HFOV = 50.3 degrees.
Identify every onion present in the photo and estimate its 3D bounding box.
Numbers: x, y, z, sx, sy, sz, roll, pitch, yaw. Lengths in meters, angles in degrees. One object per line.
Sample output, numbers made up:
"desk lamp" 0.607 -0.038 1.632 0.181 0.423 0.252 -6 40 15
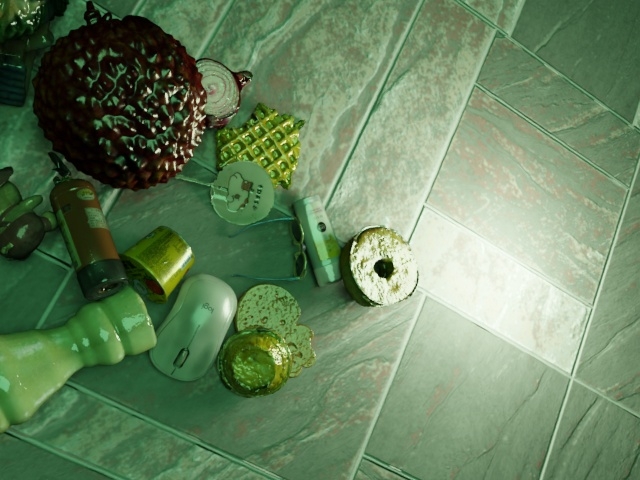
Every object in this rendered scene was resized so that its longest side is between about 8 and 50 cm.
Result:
"onion" -0.295 -0.436 1.972 0.218 0.140 0.195 -35 98 -23

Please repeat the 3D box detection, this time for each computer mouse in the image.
"computer mouse" -0.335 0.233 1.852 0.184 0.121 0.297 34 69 -15

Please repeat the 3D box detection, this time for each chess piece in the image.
"chess piece" -0.638 0.278 1.679 0.442 0.234 0.234 -24 90 -28

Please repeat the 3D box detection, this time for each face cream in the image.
"face cream" 0.000 0.000 2.049 0.107 0.073 0.269 -19 89 -23

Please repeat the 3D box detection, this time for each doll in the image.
"doll" -0.799 -0.074 1.701 0.256 0.152 0.196 43 68 -10

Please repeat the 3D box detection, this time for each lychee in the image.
"lychee" -0.508 -0.369 1.722 0.424 0.424 0.500 -26 93 -23

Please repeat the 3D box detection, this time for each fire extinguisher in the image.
"fire extinguisher" -0.599 -0.030 1.732 0.113 0.200 0.376 -20 75 -18

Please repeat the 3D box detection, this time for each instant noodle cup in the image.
"instant noodle cup" -0.431 0.058 1.821 0.182 0.182 0.144 47 58 -8

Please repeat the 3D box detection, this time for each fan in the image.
"fan" -0.291 -0.154 1.967 0.329 0.009 0.191 13 100 -13

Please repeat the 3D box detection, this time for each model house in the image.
"model house" -0.843 -0.472 1.634 0.395 0.445 0.400 13 115 -24

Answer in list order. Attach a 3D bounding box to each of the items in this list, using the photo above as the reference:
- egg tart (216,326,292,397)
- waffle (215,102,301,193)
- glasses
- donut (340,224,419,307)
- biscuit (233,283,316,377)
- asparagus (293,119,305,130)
"egg tart" -0.180 0.341 1.884 0.212 0.090 0.213 0 91 -4
"waffle" -0.185 -0.276 2.025 0.291 0.051 0.291 2 84 -19
"glasses" -0.152 0.031 2.003 0.220 0.088 0.190 -6 84 -2
"donut" 0.165 0.088 2.055 0.272 0.107 0.272 16 62 -33
"biscuit" -0.127 0.259 1.967 0.202 0.044 0.289 -40 98 -17
"asparagus" -0.079 -0.341 2.103 0.025 0.021 0.108 43 69 -9
